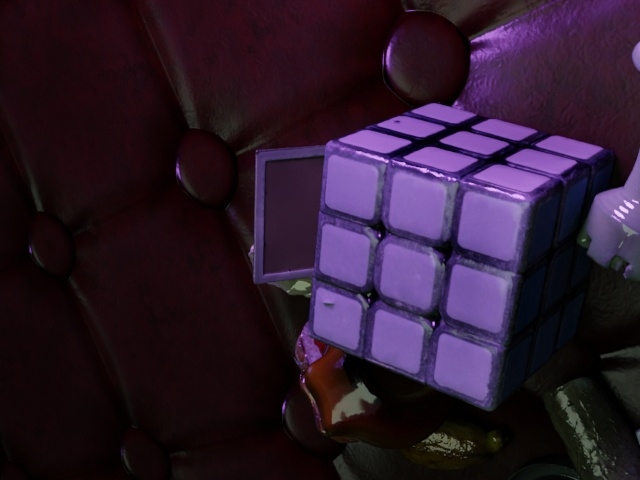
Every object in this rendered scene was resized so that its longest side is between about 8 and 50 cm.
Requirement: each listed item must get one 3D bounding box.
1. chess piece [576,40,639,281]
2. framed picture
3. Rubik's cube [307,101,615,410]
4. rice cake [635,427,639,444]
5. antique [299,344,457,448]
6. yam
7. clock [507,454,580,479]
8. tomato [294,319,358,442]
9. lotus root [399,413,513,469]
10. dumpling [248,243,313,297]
[{"bbox_3d":[0.430,-0.102,1.239,0.195,0.194,0.299,32,120,23],"label":"chess piece"},{"bbox_3d":[0.023,-0.047,1.541,0.017,0.274,0.217,-141,50,-58],"label":"framed picture"},{"bbox_3d":[0.190,0.007,1.391,0.304,0.301,0.305,18,117,30],"label":"Rubik's cube"},{"bbox_3d":[0.577,0.242,1.347,0.336,0.063,0.066,-25,87,39],"label":"rice cake"},{"bbox_3d":[0.112,0.202,1.539,0.129,0.278,0.223,122,134,-62],"label":"antique"},{"bbox_3d":[0.398,0.283,1.466,0.107,0.107,0.183,-31,84,39],"label":"yam"},{"bbox_3d":[0.382,0.437,1.572,0.215,0.042,0.215,13,113,32],"label":"clock"},{"bbox_3d":[0.042,0.230,1.661,0.155,0.181,0.214,119,134,-64],"label":"tomato"},{"bbox_3d":[0.211,0.322,1.627,0.191,0.094,0.108,6,144,29],"label":"lotus root"},{"bbox_3d":[0.000,0.000,1.643,0.193,0.147,0.258,31,122,-13],"label":"dumpling"}]
